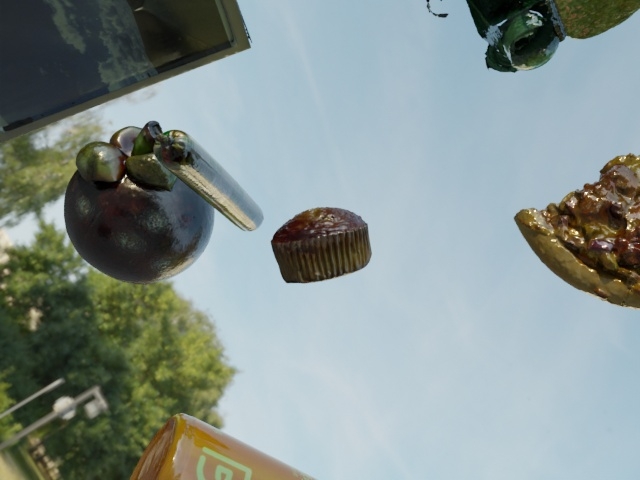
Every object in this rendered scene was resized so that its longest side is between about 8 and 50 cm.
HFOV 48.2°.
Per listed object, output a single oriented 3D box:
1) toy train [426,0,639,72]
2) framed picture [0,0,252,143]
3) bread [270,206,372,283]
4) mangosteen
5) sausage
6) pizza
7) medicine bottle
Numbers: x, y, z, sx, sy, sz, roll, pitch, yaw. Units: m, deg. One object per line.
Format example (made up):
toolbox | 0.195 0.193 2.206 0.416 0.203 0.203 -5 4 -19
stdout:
toy train | 0.186 -0.294 0.670 0.126 0.189 0.308 31 37 -40
framed picture | -0.196 -0.181 0.586 0.189 0.259 0.023 75 -7 -63
bread | 0.000 0.000 0.595 0.085 0.085 0.053 10 -63 58
mangosteen | -0.341 -0.066 1.391 0.300 0.300 0.300 43 -29 31
sausage | -0.091 -0.046 0.638 0.033 0.032 0.269 52 0 15
pizza | 0.522 -0.016 1.138 0.408 0.278 0.114 20 -18 23
medicine bottle | -0.037 0.202 0.493 0.191 0.096 0.096 30 -21 -14
